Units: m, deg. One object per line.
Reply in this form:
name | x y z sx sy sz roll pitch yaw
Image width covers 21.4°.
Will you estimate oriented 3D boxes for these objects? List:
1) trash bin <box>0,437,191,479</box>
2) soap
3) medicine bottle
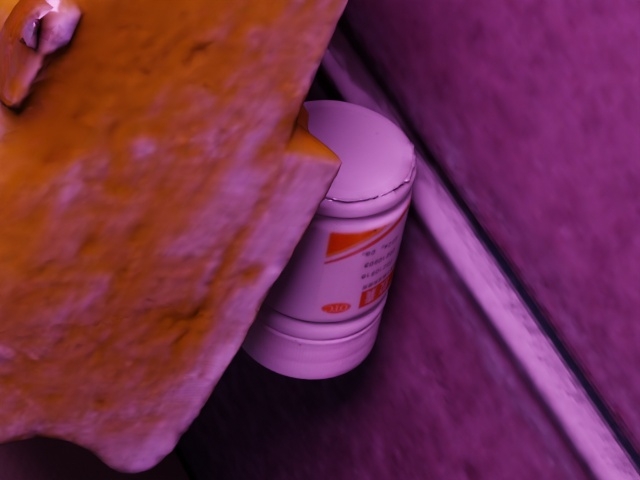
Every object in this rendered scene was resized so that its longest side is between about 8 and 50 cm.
trash bin | -0.209 0.120 0.815 0.243 0.247 0.121 59 148 11
soap | -0.113 -0.098 0.575 0.281 0.143 0.259 58 133 40
medicine bottle | 0.000 0.000 0.599 0.057 0.057 0.089 45 142 32
